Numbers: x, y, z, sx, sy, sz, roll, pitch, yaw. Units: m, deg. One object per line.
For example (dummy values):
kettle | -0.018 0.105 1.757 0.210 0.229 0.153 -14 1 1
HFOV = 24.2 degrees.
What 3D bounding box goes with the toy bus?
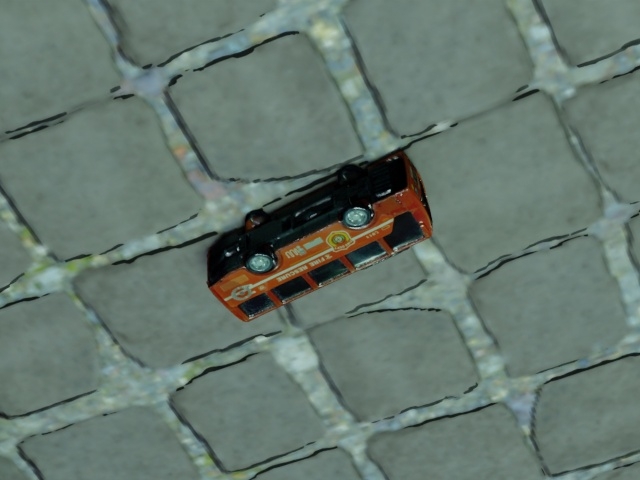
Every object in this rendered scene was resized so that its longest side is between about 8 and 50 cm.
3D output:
toy bus | 0.000 0.000 0.691 0.110 0.031 0.043 -25 129 18
